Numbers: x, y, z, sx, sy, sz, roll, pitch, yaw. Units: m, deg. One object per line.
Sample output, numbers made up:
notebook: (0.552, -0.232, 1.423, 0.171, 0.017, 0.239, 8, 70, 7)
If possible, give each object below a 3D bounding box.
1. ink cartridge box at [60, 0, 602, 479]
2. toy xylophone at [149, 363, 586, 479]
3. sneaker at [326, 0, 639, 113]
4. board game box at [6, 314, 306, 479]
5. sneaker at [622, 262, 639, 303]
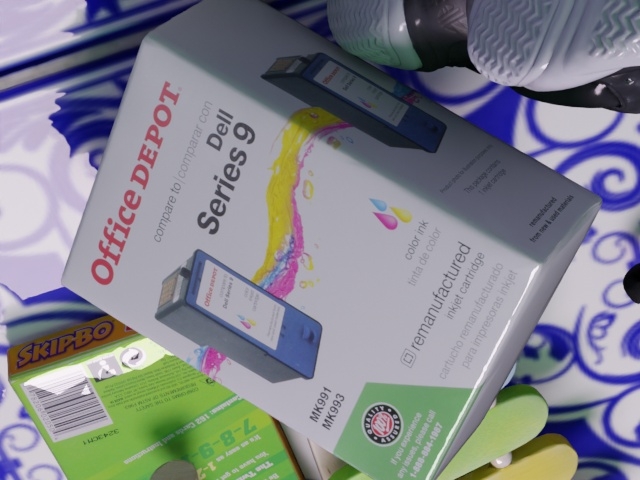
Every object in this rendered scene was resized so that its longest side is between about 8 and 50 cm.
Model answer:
ink cartridge box: (0.000, 0.000, 0.850, 0.212, 0.093, 0.154, 32, 123, 12)
toy xylophone: (0.045, 0.165, 1.042, 0.236, 0.081, 0.322, -32, 131, -4)
sneaker: (0.121, -0.109, 0.771, 0.153, 0.268, 0.101, 8, 94, -27)
board game box: (-0.077, 0.140, 1.051, 0.124, 0.039, 0.259, -19, 128, 3)
sneaker: (0.238, 0.069, 1.030, 0.163, 0.106, 0.281, 10, 115, -13)
